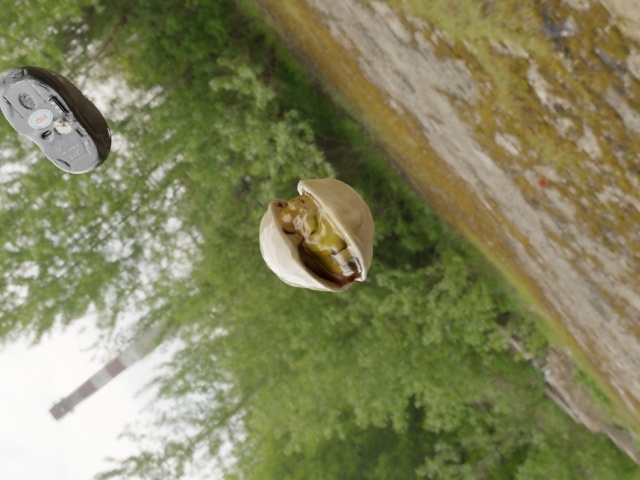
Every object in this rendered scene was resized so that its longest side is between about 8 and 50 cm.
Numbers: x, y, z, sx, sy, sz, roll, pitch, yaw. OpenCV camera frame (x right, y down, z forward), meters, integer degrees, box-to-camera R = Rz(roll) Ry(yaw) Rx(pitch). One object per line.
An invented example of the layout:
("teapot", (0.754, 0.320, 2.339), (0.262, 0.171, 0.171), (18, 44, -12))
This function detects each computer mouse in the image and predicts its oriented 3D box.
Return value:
("computer mouse", (-0.497, -0.234, 1.491), (0.233, 0.137, 0.096), (55, -150, -30))

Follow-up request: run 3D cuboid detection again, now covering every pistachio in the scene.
("pistachio", (0.000, 0.000, 1.006), (0.157, 0.157, 0.229), (51, -178, -9))
